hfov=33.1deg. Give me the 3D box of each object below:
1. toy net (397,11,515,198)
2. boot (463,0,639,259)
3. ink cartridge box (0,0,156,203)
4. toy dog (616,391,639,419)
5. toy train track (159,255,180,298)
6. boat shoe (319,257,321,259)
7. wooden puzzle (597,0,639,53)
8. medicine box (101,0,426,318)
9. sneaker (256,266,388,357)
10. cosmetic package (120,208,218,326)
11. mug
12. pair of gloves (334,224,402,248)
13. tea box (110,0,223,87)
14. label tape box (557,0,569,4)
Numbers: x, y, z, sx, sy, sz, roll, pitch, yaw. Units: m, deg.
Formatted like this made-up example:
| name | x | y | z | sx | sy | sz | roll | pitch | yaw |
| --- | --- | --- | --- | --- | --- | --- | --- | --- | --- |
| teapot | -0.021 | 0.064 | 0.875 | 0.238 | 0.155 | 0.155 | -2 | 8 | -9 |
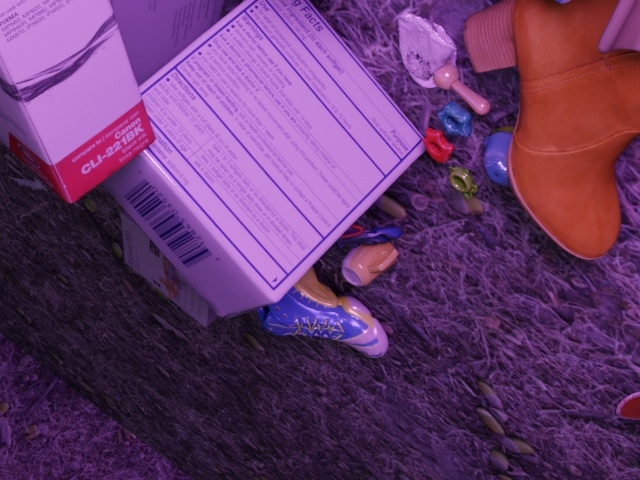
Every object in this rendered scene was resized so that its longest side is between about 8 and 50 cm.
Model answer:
| name | x | y | z | sx | sy | sz | roll | pitch | yaw |
| --- | --- | --- | --- | --- | --- | --- | --- | --- | --- |
| toy net | 0.143 | -0.148 | 1.144 | 0.122 | 0.045 | 0.232 | 1 | 129 | 56 |
| boot | 0.263 | -0.105 | 0.972 | 0.211 | 0.104 | 0.295 | -2 | 124 | 55 |
| ink cartridge box | -0.275 | -0.194 | 0.964 | 0.197 | 0.114 | 0.272 | 39 | 158 | 28 |
| toy dog | 0.420 | 0.191 | 1.107 | 0.220 | 0.161 | 0.333 | 25 | 147 | 33 |
| toy train track | -0.225 | 0.054 | 1.621 | 0.048 | 0.014 | 0.083 | 34 | 145 | 32 |
| boat shoe | -0.015 | -0.046 | 1.474 | 0.227 | 0.069 | 0.081 | 106 | 157 | -53 |
| wooden puzzle | 0.331 | -0.174 | 0.725 | 0.239 | 0.044 | 0.221 | 10 | 159 | 2 |
| medicine box | -0.073 | -0.106 | 1.222 | 0.263 | 0.289 | 0.149 | 49 | 152 | -9 |
| sneaker | -0.017 | 0.121 | 1.640 | 0.240 | 0.126 | 0.091 | 39 | 153 | 11 |
| cosmetic package | -0.195 | 0.002 | 1.688 | 0.184 | 0.151 | 0.151 | 36 | 150 | 16 |
| mug | 0.063 | 0.026 | 1.467 | 0.062 | 0.064 | 0.078 | 40 | 152 | 9 |
| pair of gloves | 0.000 | 0.000 | 1.397 | 0.198 | 0.023 | 0.159 | -8 | 173 | 20 |
| tea box | -0.276 | -0.355 | 1.168 | 0.323 | 0.220 | 0.329 | 49 | 160 | 7 |
| label tape box | 0.205 | -0.342 | 0.713 | 0.249 | 0.115 | 0.348 | 47 | 155 | -6 |
